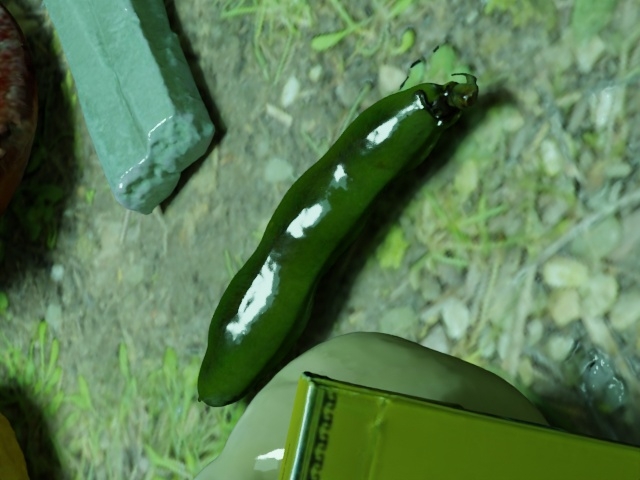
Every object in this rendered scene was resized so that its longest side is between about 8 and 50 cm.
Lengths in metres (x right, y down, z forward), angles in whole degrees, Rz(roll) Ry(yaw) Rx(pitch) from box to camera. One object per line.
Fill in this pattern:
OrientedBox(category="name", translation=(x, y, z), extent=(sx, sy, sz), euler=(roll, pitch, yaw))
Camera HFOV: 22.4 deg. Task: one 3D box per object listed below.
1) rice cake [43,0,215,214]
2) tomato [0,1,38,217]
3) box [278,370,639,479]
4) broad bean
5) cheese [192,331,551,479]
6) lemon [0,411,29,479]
OrientedBox(category="rice cake", translation=(-0.132, -0.128, 1.059), extent=(0.085, 0.040, 0.226), euler=(-42, 54, 28))
OrientedBox(category="tomato", translation=(-0.340, -0.049, 1.140), extent=(0.170, 0.309, 0.309), euler=(94, 152, -50))
OrientedBox(category="box", translation=(0.113, 0.155, 0.628), extent=(0.041, 0.279, 0.153), euler=(164, 118, -87))
OrientedBox(category="broad bean", translation=(-0.002, -0.003, 0.902), extent=(0.254, 0.046, 0.065), euler=(-52, 49, 21))
OrientedBox(category="cheese", translation=(0.024, 0.162, 0.730), extent=(0.117, 0.218, 0.235), euler=(2, 104, 51))
OrientedBox(category="lemon", translation=(-0.265, 0.152, 1.053), extent=(0.142, 0.142, 0.187), euler=(-46, 54, 27))
